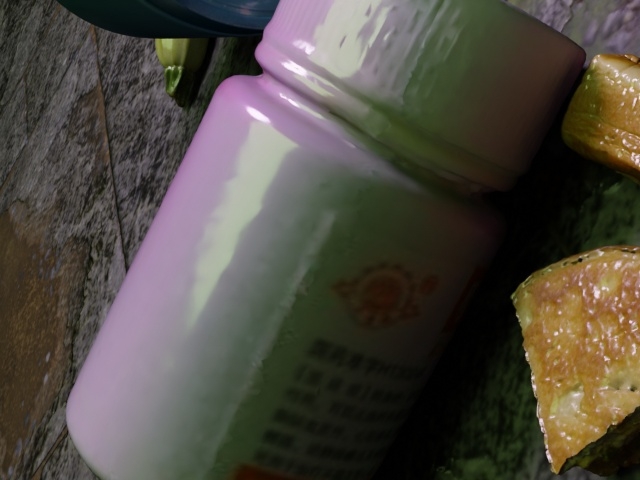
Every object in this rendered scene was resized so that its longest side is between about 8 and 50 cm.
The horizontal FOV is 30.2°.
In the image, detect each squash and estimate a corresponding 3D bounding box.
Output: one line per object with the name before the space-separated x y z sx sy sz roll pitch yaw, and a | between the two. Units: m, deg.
squash | -0.166 -0.267 1.441 0.094 0.094 0.224 -24 59 53

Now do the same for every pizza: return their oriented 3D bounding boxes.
pizza | 0.163 0.067 0.655 0.134 0.046 0.175 -65 28 4

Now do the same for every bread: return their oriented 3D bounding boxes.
bread | 0.196 -0.066 0.685 0.132 0.053 0.074 34 105 61

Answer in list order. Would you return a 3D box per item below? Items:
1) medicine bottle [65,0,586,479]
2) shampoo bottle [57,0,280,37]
medicine bottle | 0.000 0.000 0.803 0.388 0.219 0.219 -63 28 10
shampoo bottle | -0.119 -0.362 1.150 0.342 0.331 0.331 16 85 64
